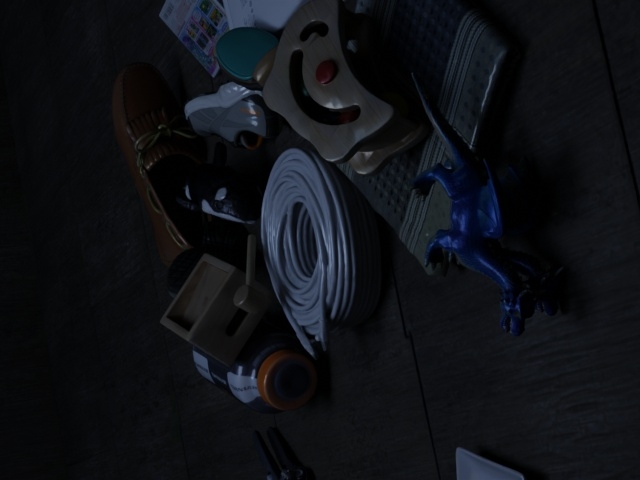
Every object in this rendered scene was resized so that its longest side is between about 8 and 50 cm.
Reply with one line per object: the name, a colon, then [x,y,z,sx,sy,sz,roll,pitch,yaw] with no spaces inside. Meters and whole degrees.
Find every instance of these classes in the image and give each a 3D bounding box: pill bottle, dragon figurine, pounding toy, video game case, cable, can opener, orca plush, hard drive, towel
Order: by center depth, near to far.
dragon figurine: [0.178,-0.044,1.374,0.144,0.085,0.289,-6,91,43]
towel: [0.116,-0.166,1.558,0.312,0.056,0.324,52,139,43]
pounding toy: [0.038,-0.191,1.567,0.269,0.155,0.154,45,107,35]
cable: [0.000,0.000,1.781,0.257,0.089,0.257,-126,38,-48]
pounding toy: [-0.117,0.087,1.881,0.181,0.094,0.206,-57,27,-6]
hard drive: [-0.071,-0.403,1.885,0.319,0.040,0.210,-40,61,61]
pill bottle: [-0.095,0.188,1.975,0.246,0.131,0.130,-162,68,-63]
orca plush: [-0.144,-0.103,2.025,0.287,0.151,0.102,-113,31,-79]
can opener: [-0.066,0.356,2.038,0.186,0.059,0.073,50,139,49]
video game case: [-0.193,-0.358,2.105,0.143,0.019,0.157,49,148,3]

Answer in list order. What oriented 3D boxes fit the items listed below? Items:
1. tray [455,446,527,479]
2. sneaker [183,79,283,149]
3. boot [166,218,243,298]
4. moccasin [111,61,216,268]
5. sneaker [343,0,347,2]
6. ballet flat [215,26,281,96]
tray: [0.211,0.383,1.498,0.145,0.030,0.270,11,106,63]
sneaker: [-0.137,-0.187,2.016,0.271,0.100,0.108,-10,93,65]
boot: [-0.181,0.083,2.095,0.246,0.084,0.161,-57,-23,-61]
moccasin: [-0.270,-0.137,2.254,0.147,0.139,0.379,-36,64,60]
sneaker: [0.011,-0.440,1.672,0.110,0.107,0.275,-37,66,39]
ballet flat: [-0.054,-0.230,1.817,0.280,0.095,0.096,28,161,53]
